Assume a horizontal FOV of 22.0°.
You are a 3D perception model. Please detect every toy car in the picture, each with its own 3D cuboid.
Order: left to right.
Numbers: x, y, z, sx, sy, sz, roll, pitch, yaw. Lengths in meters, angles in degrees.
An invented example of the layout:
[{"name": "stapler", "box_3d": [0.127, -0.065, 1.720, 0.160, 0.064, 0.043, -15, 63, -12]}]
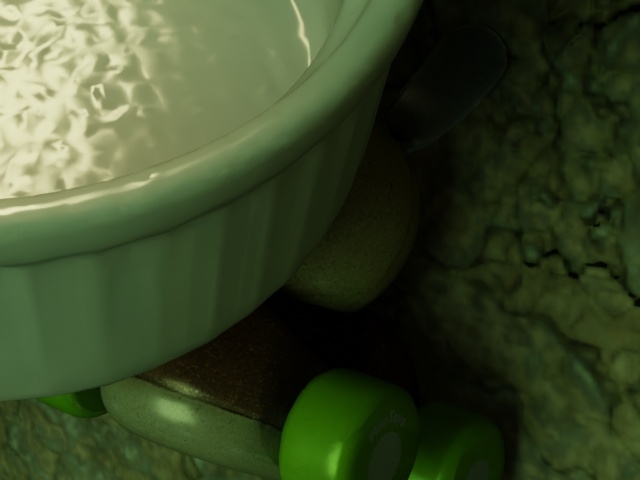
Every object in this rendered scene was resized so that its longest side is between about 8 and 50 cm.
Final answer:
[{"name": "toy car", "box_3d": [0.000, 0.000, 0.633, 0.155, 0.149, 0.188, 16, 85, 32]}]

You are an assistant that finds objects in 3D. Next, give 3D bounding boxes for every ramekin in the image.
[{"name": "ramekin", "box_3d": [-0.103, -0.083, 0.525, 0.277, 0.277, 0.135, 44, 155, 21]}]
